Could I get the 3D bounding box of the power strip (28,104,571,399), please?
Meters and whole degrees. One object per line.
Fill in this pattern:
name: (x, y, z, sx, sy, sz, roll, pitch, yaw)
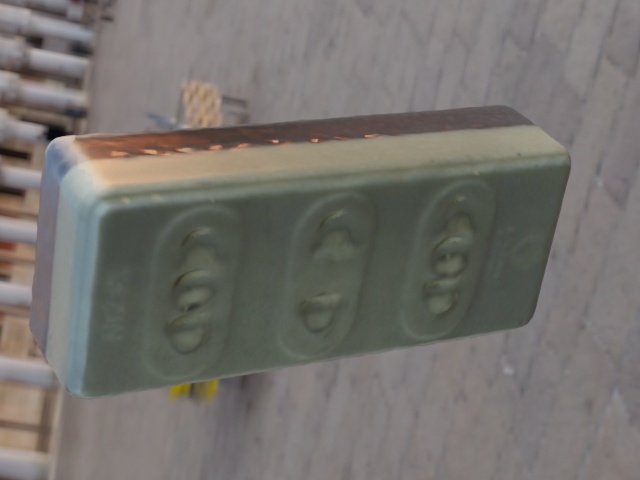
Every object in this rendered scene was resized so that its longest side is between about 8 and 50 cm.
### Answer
power strip: (0.000, 0.000, 0.673, 0.070, 0.256, 0.105, 48, 137, 46)
